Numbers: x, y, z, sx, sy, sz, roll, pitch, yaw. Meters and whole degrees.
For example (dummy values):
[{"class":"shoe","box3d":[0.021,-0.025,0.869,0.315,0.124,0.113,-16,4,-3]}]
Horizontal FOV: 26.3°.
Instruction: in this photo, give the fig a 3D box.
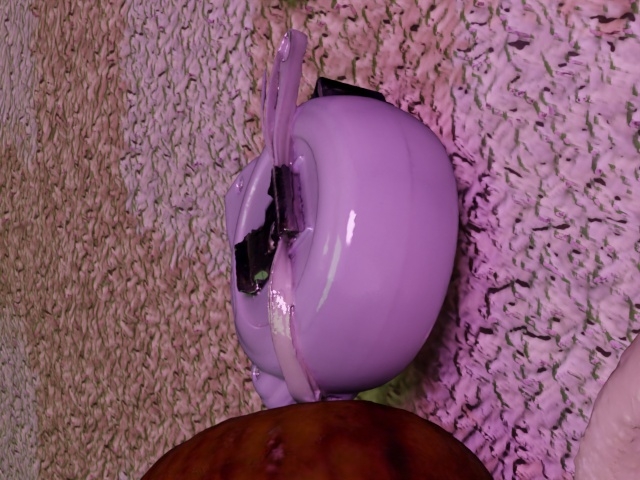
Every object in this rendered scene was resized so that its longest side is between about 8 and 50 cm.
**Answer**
[{"class":"fig","box3d":[0.000,0.196,0.767,0.214,0.235,0.235,59,143,36]}]

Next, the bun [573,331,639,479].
[{"class":"bun","box3d":[0.203,0.094,0.479,0.231,0.133,0.231,16,117,33]}]

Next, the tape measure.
[{"class":"tape measure","box3d":[0.001,-0.004,0.815,0.178,0.105,0.196,-57,30,38]}]
